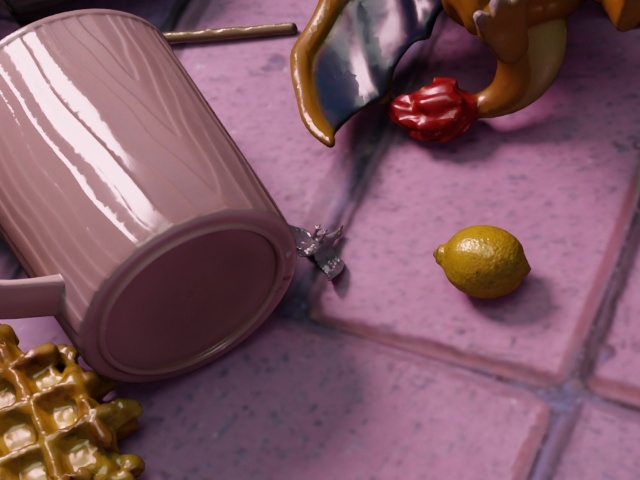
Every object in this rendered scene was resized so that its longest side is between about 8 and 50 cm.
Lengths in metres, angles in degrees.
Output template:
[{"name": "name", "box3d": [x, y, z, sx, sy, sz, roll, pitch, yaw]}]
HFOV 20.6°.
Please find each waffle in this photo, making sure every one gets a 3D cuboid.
[{"name": "waffle", "box3d": [-0.286, 0.180, 1.442, 0.293, 0.069, 0.259, 17, 60, 20]}]

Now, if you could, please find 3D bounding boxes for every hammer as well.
[{"name": "hammer", "box3d": [-0.119, -0.191, 1.702, 0.195, 0.028, 0.060, -4, 60, 7]}]

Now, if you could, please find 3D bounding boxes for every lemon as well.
[{"name": "lemon", "box3d": [0.136, 0.017, 1.479, 0.083, 0.062, 0.062, 8, 56, 7]}]

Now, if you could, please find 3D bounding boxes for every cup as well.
[{"name": "cup", "box3d": [-0.189, -0.043, 1.466, 0.208, 0.288, 0.273, -51, 54, 22]}]

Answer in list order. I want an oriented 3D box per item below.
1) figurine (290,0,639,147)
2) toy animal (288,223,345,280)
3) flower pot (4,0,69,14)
[{"name": "figurine", "box3d": [0.114, -0.292, 1.583, 0.401, 0.268, 0.387, -27, 57, -3]}, {"name": "toy animal", "box3d": [0.000, 0.000, 1.538, 0.050, 0.028, 0.084, -39, 58, -7]}, {"name": "flower pot", "box3d": [-0.251, -0.351, 1.728, 0.190, 0.239, 0.209, -15, 83, -2]}]
